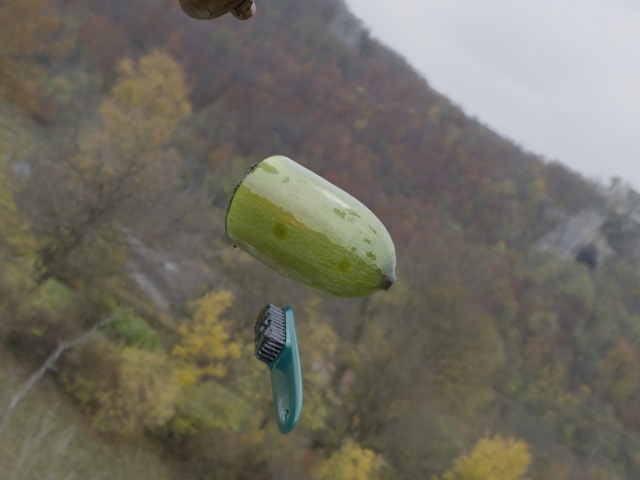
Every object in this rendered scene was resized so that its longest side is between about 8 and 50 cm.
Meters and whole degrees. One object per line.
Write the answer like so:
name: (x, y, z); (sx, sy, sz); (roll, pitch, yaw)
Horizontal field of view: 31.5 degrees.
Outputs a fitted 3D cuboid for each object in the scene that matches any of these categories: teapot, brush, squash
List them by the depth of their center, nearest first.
brush: (-0.041, 0.109, 1.023); (0.032, 0.043, 0.193); (29, 19, -16)
squash: (0.000, 0.000, 1.225); (0.187, 0.123, 0.123); (33, 3, 24)
teapot: (-0.105, -0.274, 1.242); (0.078, 0.098, 0.129); (47, -19, -25)
